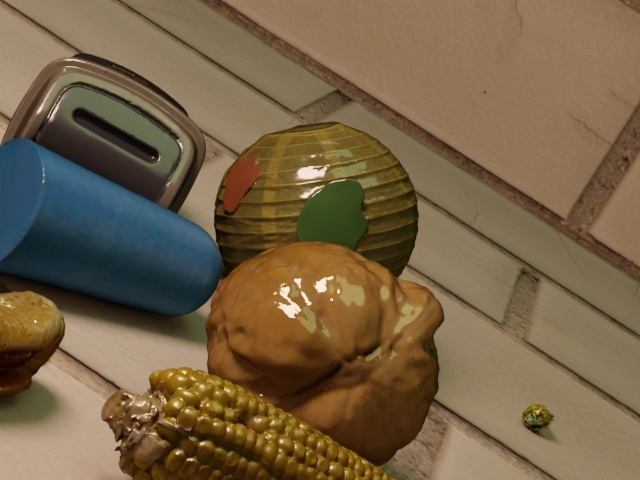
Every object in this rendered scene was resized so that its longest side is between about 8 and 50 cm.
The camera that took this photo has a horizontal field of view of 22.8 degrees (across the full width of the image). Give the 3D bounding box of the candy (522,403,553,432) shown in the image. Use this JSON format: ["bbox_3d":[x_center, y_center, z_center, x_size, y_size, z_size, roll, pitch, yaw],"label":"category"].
[{"bbox_3d":[0.292,0.232,2.080,0.035,0.035,0.123,47,10,16],"label":"candy"}]

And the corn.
[{"bbox_3d":[-0.038,0.205,1.332,0.322,0.119,0.119,32,14,-18],"label":"corn"}]

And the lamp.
[{"bbox_3d":[0.000,0.000,1.892,0.250,0.284,0.250,-11,11,2],"label":"lamp"}]

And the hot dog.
[{"bbox_3d":[-0.294,0.084,1.271,0.073,0.084,0.242,39,15,31],"label":"hot dog"}]

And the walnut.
[{"bbox_3d":[-0.003,0.108,1.493,0.224,0.257,0.257,59,12,-9],"label":"walnut"}]

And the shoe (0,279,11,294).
[{"bbox_3d":[-0.305,0.055,1.405,0.159,0.053,0.062,22,14,-23],"label":"shoe"}]

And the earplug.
[{"bbox_3d":[-0.215,0.003,1.619,0.273,0.132,0.132,23,17,-41],"label":"earplug"}]

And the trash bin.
[{"bbox_3d":[-0.247,-0.109,1.814,0.209,0.182,0.290,28,10,-10],"label":"trash bin"}]
